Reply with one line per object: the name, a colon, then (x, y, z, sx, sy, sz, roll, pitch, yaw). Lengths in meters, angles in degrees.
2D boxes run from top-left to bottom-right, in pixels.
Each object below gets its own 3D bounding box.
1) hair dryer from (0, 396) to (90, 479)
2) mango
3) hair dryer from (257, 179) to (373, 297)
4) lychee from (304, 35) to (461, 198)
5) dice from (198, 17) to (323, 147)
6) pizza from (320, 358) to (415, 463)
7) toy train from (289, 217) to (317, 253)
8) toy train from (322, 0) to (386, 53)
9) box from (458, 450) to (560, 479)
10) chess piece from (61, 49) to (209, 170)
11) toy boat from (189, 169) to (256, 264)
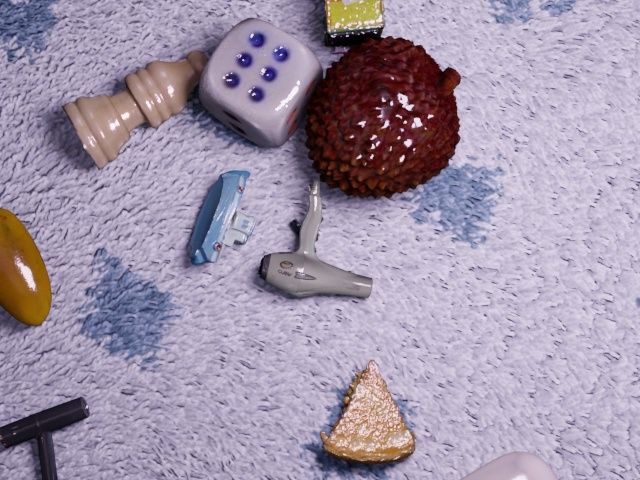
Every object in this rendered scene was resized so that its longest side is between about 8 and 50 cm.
hair dryer: (-0.509, 0.421, 1.883, 0.173, 0.050, 0.194, -22, 84, -2)
mango: (-0.615, 0.057, 1.916, 0.139, 0.113, 0.253, -28, 87, -7)
hair dryer: (0.019, 0.027, 1.914, 0.219, 0.088, 0.224, 32, 90, -8)
lychee: (0.123, -0.231, 1.865, 0.330, 0.306, 0.306, -28, 79, 24)
dice: (-0.117, -0.308, 1.927, 0.194, 0.192, 0.193, 33, 83, 5)
pizza: (0.093, 0.330, 1.875, 0.188, 0.062, 0.198, 7, 74, -10)
toy train: (-0.033, -0.006, 1.957, 0.017, 0.017, 0.083, -36, 80, 10)
toy train: (0.065, -0.475, 1.926, 0.134, 0.261, 0.177, -6, 93, 1)
box: (0.357, 0.585, 1.778, 0.289, 0.141, 0.348, -29, 80, -3)
chess piece: (-0.354, -0.282, 1.976, 0.307, 0.124, 0.138, -31, 50, -8)
toy boat: (-0.185, -0.041, 1.946, 0.102, 0.088, 0.215, 23, 79, -29)
